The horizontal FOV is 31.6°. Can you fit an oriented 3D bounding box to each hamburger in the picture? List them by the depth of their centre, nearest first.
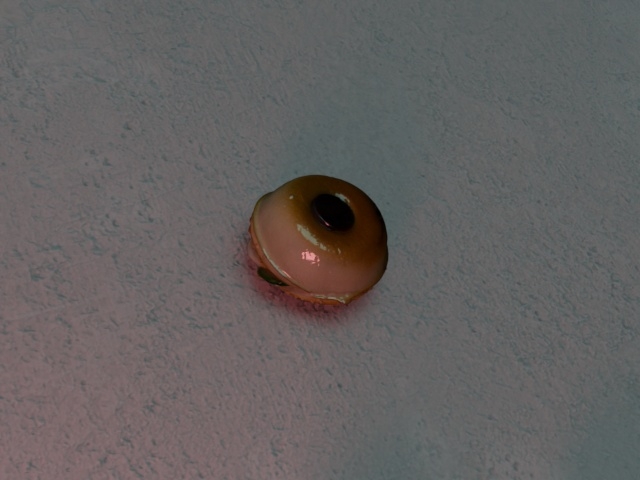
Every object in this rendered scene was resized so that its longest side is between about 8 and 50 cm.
[{"bbox_3d":[0.001,-0.003,1.756,0.237,0.147,0.236,15,46,-17],"label":"hamburger"}]
